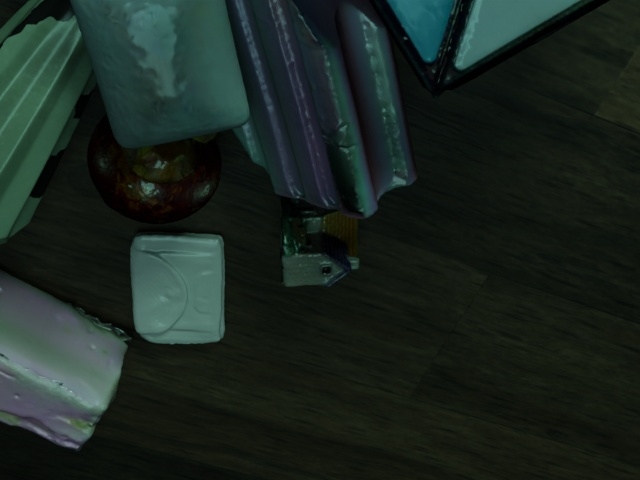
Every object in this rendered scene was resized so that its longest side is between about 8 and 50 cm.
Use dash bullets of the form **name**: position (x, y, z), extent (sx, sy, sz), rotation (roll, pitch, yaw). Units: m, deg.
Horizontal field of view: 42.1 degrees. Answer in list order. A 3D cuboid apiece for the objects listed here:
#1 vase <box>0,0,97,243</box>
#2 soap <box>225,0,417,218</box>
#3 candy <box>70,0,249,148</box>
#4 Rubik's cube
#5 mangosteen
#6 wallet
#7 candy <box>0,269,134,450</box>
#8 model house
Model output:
- **vase**: position (-0.320, -0.152, 0.888), extent (0.165, 0.165, 0.360), rotation (33, 113, -21)
- **soap**: position (-0.026, -0.194, 0.835), extent (0.193, 0.109, 0.323), rotation (18, 136, 41)
- **candy**: position (-0.148, -0.176, 0.783), extent (0.138, 0.071, 0.174), rotation (-11, 120, 0)
- **Rubik's cube**: position (0.130, -0.321, 0.719), extent (0.247, 0.248, 0.250), rotation (-29, 121, 18)
- **mangosteen**: position (-0.183, -0.107, 0.908), extent (0.146, 0.155, 0.181), rotation (-10, 143, -14)
- **wallet**: position (-0.188, 0.068, 1.104), extent (0.124, 0.032, 0.182), rotation (2, 123, -5)
- **candy**: position (-0.391, 0.145, 1.077), extent (0.265, 0.155, 0.116), rotation (32, 121, -20)
- **model house**: position (0.000, 0.000, 1.020), extent (0.100, 0.100, 0.087), rotation (1, 122, -3)
